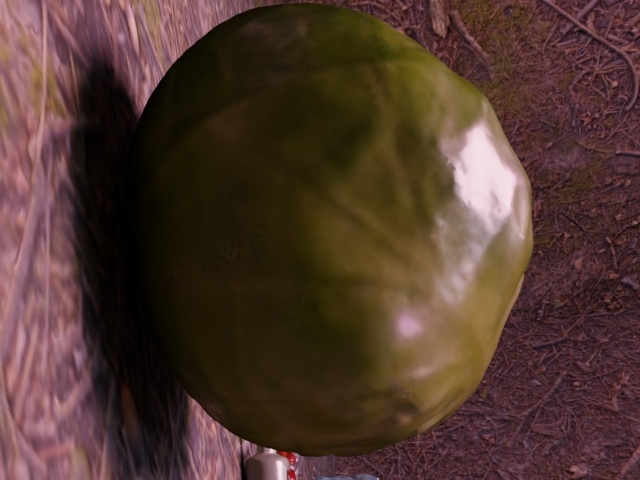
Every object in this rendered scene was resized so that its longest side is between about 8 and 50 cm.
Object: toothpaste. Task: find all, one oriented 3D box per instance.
[{"bbox_3d":[-0.038,0.270,0.767,0.060,0.038,0.233,48,35,-68],"label":"toothpaste"}]

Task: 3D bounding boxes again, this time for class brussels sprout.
[{"bbox_3d":[0.000,0.000,0.491,0.244,0.244,0.244,-7,90,-89],"label":"brussels sprout"}]

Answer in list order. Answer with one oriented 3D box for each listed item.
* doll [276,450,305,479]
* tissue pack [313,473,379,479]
[{"bbox_3d":[-0.031,0.202,1.054,0.194,0.062,0.104,-84,152,-48],"label":"doll"},{"bbox_3d":[0.004,0.294,0.676,0.263,0.089,0.177,-23,107,-79],"label":"tissue pack"}]
